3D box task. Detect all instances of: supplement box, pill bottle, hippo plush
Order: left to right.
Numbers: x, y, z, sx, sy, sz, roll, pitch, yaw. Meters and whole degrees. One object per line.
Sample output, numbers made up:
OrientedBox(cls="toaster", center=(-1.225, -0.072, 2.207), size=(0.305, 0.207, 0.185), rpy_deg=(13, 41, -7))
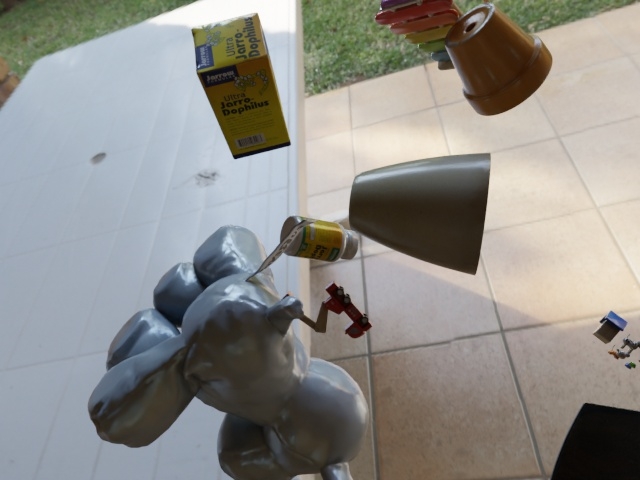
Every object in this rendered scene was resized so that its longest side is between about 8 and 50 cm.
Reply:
OrientedBox(cls="supplement box", center=(-0.222, -0.439, 1.474), size=(0.195, 0.357, 0.194), rpy_deg=(-14, 60, 0))
OrientedBox(cls="hippo plush", center=(-0.054, 0.126, 0.533), size=(0.294, 0.236, 0.234), rpy_deg=(-32, 27, 22))
OrientedBox(cls="pill bottle", center=(0.000, 0.000, 1.432), size=(0.208, 0.118, 0.118), rpy_deg=(10, 35, -29))

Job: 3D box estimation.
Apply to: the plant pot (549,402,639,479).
OrientedBox(cls="plant pot", center=(0.547, 0.389, 0.886), size=(0.187, 0.188, 0.167), rpy_deg=(-14, 58, 58))

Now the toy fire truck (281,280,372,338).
OrientedBox(cls="toy fire truck", center=(0.014, 0.170, 1.180), size=(0.135, 0.192, 0.047), rpy_deg=(-41, 0, 3))

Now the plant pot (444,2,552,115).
OrientedBox(cls="plant pot", center=(0.391, -0.428, 1.158), size=(0.205, 0.188, 0.205), rpy_deg=(-37, 32, 27))

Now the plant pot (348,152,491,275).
OrientedBox(cls="plant pot", center=(0.207, -0.068, 1.079), size=(0.273, 0.257, 0.257), rpy_deg=(6, 52, 15))

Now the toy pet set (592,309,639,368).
OrientedBox(cls="toy pet set", center=(0.665, 0.216, 1.101), size=(0.065, 0.122, 0.114), rpy_deg=(-47, 67, -3))

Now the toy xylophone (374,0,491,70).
OrientedBox(cls="toy xylophone", center=(0.298, -0.532, 1.220), size=(0.236, 0.322, 0.081), rpy_deg=(6, 81, 51))
